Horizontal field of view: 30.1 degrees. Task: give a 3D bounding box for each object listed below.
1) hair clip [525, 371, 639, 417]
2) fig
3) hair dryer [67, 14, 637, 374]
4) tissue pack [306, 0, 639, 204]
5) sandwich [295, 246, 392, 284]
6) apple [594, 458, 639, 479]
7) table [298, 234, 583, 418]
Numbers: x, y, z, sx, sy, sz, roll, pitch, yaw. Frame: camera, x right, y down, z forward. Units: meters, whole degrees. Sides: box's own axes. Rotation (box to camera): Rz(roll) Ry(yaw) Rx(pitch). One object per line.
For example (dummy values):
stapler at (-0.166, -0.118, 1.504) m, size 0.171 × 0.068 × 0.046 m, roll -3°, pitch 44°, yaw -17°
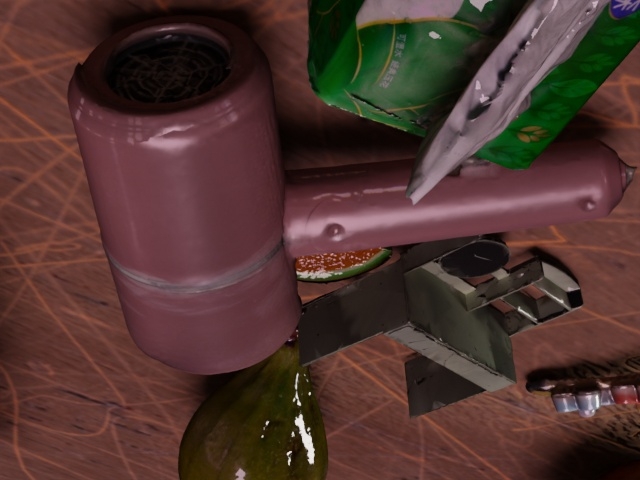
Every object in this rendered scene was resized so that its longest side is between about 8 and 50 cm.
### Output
hair clip at (0.282, 0.123, 1.001) m, size 0.213 × 0.056 × 0.062 m, roll -16°, pitch 170°, yaw 19°
fig at (-0.051, 0.157, 1.032) m, size 0.132 × 0.185 × 0.126 m, roll 11°, pitch 178°, yaw -19°
hair dryer at (0.031, -0.043, 0.765) m, size 0.352 × 0.125 × 0.210 m, roll -7°, pitch 133°, yaw -2°
tissue pack at (0.099, -0.133, 0.623) m, size 0.148 × 0.156 × 0.209 m, roll 15°, pitch 137°, yaw -20°
sandwich at (0.004, 0.002, 0.887) m, size 0.101 × 0.026 × 0.069 m, roll -19°, pitch 132°, yaw 19°
apple at (0.322, 0.320, 1.097) m, size 0.253 × 0.254 × 0.254 m, roll 1°, pitch 140°, yaw 1°
table at (0.096, 0.065, 0.913) m, size 0.175 × 0.063 × 0.146 m, roll -27°, pitch 142°, yaw 31°
